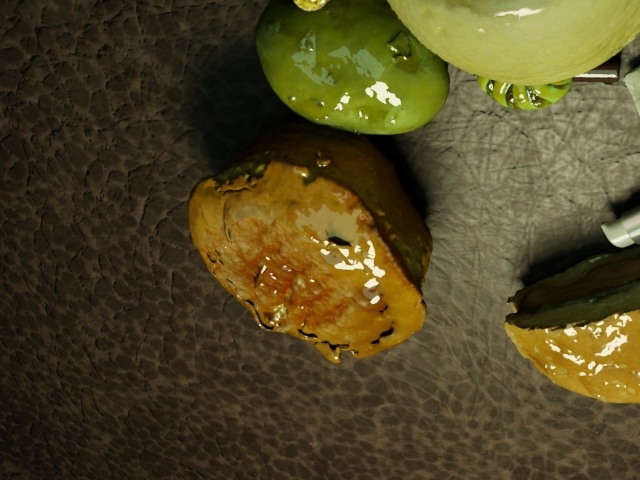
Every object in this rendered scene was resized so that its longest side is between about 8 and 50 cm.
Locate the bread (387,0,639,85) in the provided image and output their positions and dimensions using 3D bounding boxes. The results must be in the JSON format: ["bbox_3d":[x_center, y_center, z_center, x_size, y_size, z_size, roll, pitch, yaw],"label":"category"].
[{"bbox_3d":[0.198,-0.316,0.771,0.321,0.237,0.320,0,91,27],"label":"bread"}]

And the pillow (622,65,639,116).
[{"bbox_3d":[0.477,-0.190,0.888,0.229,0.051,0.128,-28,102,35],"label":"pillow"}]

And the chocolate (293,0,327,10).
[{"bbox_3d":[0.016,-0.322,0.875,0.086,0.219,0.085,10,130,13],"label":"chocolate"}]

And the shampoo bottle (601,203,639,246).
[{"bbox_3d":[0.458,-0.043,0.988,0.192,0.074,0.074,-33,107,36],"label":"shampoo bottle"}]

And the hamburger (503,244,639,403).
[{"bbox_3d":[0.442,0.129,1.066,0.330,0.162,0.209,-24,111,29],"label":"hamburger"}]

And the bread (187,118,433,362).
[{"bbox_3d":[0.001,0.002,1.112,0.337,0.204,0.358,-1,133,41],"label":"bread"}]

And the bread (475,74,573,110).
[{"bbox_3d":[0.245,-0.226,0.919,0.130,0.071,0.139,32,104,15],"label":"bread"}]

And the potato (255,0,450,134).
[{"bbox_3d":[0.042,-0.229,0.976,0.253,0.148,0.186,33,127,1],"label":"potato"}]

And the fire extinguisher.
[{"bbox_3d":[0.283,-0.208,0.973,0.173,0.035,0.049,6,164,19],"label":"fire extinguisher"}]
